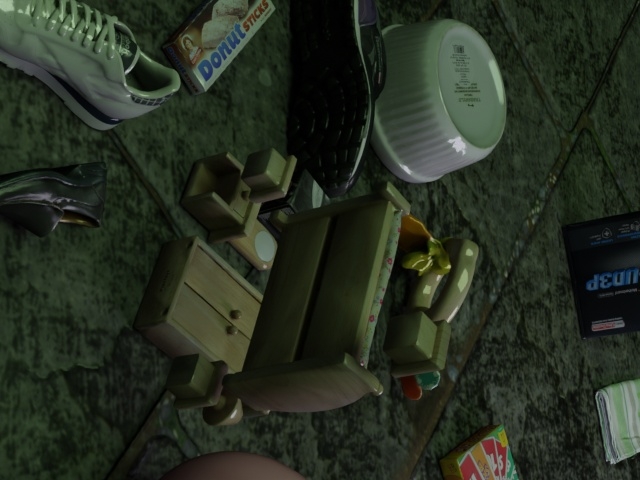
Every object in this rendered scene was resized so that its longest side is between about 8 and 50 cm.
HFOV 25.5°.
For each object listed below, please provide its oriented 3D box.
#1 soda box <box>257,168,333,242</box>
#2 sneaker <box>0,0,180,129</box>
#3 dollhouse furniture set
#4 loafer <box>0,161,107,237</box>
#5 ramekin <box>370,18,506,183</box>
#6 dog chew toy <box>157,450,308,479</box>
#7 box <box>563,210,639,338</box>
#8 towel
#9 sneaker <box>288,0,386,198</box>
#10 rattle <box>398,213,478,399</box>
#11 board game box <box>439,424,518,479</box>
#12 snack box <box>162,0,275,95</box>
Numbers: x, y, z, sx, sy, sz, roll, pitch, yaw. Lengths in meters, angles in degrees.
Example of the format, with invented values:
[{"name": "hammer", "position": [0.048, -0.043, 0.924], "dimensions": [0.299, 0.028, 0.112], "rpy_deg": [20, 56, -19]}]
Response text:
[{"name": "soda box", "position": [0.000, 0.000, 1.588], "dimensions": [0.169, 0.053, 0.060], "rpy_deg": [51, 44, -32]}, {"name": "sneaker", "position": [-0.234, -0.192, 1.303], "dimensions": [0.235, 0.094, 0.090], "rpy_deg": [33, 57, -41]}, {"name": "dollhouse furniture set", "position": [0.022, 0.047, 1.352], "dimensions": [0.174, 0.355, 0.303], "rpy_deg": [45, 47, -37]}, {"name": "loafer", "position": [-0.251, -0.033, 1.265], "dimensions": [0.170, 0.062, 0.061], "rpy_deg": [-12, 95, -52]}, {"name": "ramekin", "position": [0.147, -0.182, 1.786], "dimensions": [0.207, 0.109, 0.207], "rpy_deg": [18, 66, -49]}, {"name": "dog chew toy", "position": [-0.114, 0.347, 1.229], "dimensions": [0.207, 0.206, 0.332], "rpy_deg": [55, 50, -28]}, {"name": "box", "position": [0.475, 0.043, 2.059], "dimensions": [0.051, 0.220, 0.175], "rpy_deg": [-5, 85, -56]}, {"name": "towel", "position": [0.466, 0.271, 2.146], "dimensions": [0.152, 0.023, 0.113], "rpy_deg": [-5, 85, -53]}, {"name": "sneaker", "position": [0.040, -0.177, 1.655], "dimensions": [0.124, 0.107, 0.283], "rpy_deg": [27, 59, -53]}, {"name": "rattle", "position": [0.097, 0.071, 1.686], "dimensions": [0.142, 0.130, 0.200], "rpy_deg": [31, 83, -32]}, {"name": "board game box", "position": [0.226, 0.377, 1.796], "dimensions": [0.124, 0.039, 0.260], "rpy_deg": [-24, 102, -52]}, {"name": "snack box", "position": [-0.108, -0.232, 1.537], "dimensions": [0.064, 0.022, 0.178], "rpy_deg": [57, 41, -23]}]
